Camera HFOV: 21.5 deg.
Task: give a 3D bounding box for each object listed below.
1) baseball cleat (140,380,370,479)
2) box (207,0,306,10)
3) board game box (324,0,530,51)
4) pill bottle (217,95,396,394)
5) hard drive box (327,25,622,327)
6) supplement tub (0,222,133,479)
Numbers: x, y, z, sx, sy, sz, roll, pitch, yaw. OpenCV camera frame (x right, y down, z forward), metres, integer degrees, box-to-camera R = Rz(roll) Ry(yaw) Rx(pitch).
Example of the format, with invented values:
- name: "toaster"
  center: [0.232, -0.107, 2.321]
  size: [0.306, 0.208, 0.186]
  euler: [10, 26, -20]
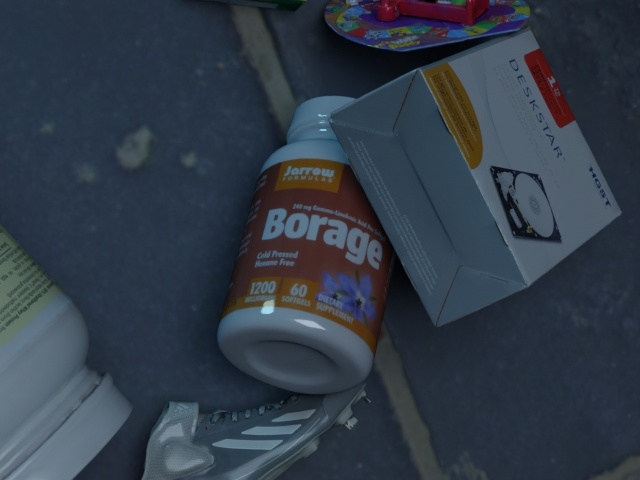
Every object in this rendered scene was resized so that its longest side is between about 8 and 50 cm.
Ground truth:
- name: "baseball cleat"
  center: [-0.060, 0.148, 1.317]
  size: [0.206, 0.072, 0.109]
  euler: [-40, 88, -21]
- name: "box"
  center: [-0.061, -0.285, 1.388]
  size: [0.105, 0.043, 0.179]
  euler: [5, 84, -15]
- name: "board game box"
  center: [0.088, -0.201, 1.375]
  size: [0.169, 0.133, 0.033]
  euler: [-13, 121, -17]
- name: "pill bottle"
  center: [0.000, 0.000, 1.311]
  size: [0.121, 0.121, 0.216]
  euler: [20, 60, -13]
- name: "hard drive box"
  center: [0.128, -0.057, 1.322]
  size: [0.181, 0.089, 0.232]
  euler: [63, 30, -2]
- name: "supplement tub"
  center: [-0.311, 0.063, 1.167]
  size: [0.235, 0.235, 0.325]
  euler: [-43, 96, -17]
